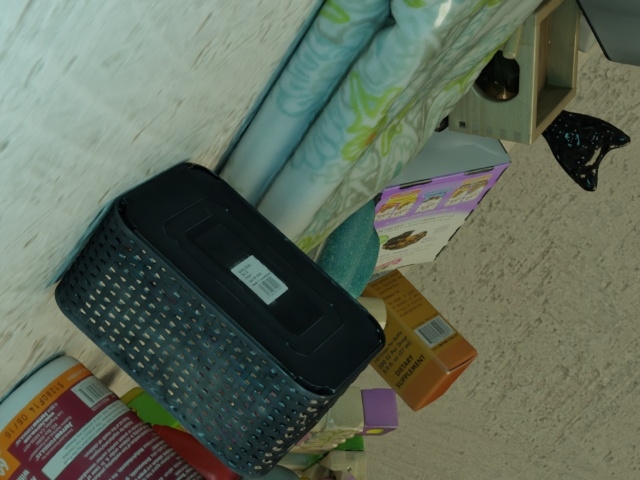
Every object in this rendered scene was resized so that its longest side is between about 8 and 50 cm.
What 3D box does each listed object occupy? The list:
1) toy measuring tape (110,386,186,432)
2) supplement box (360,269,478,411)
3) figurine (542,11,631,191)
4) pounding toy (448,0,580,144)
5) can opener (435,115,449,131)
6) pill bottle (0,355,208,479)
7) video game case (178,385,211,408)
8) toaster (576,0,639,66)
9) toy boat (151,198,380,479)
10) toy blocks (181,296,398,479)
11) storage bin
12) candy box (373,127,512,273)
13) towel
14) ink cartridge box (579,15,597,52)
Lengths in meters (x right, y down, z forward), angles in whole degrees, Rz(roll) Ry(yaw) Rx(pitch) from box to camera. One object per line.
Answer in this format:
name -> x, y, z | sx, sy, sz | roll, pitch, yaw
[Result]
toy measuring tape -> -0.188, 0.211, 1.537 | 0.121, 0.121, 0.330 | -45, 173, -22
supplement box -> 0.063, 0.077, 1.839 | 0.080, 0.233, 0.078 | -22, 154, -52
figurine -> 0.264, -0.190, 1.670 | 0.215, 0.209, 0.092 | -50, 174, 15
pounding toy -> 0.161, -0.198, 1.465 | 0.181, 0.094, 0.206 | -44, 140, -51
can opener -> 0.090, -0.130, 1.581 | 0.059, 0.073, 0.186 | -58, -179, 16
pill bottle -> -0.148, 0.199, 1.210 | 0.121, 0.221, 0.121 | -47, 174, -7
video game case -> -0.061, 0.108, 2.080 | 0.210, 0.042, 0.232 | -52, 173, 32
toaster -> 0.301, -0.263, 1.442 | 0.168, 0.110, 0.185 | -60, 144, -14
toy boat -> -0.036, 0.101, 1.422 | 0.267, 0.148, 0.318 | 119, -5, -62
toy blocks -> -0.085, 0.223, 1.715 | 0.260, 0.309, 0.288 | 5, 154, -25
storage bin -> -0.062, 0.048, 1.046 | 0.084, 0.180, 0.122 | -52, 173, 29
candy box -> 0.081, -0.040, 1.722 | 0.165, 0.070, 0.196 | -12, 154, -32
towel -> 0.079, -0.150, 1.214 | 0.320, 0.090, 0.374 | -43, 172, -44
ink cartridge box -> 0.414, -0.365, 2.106 | 0.308, 0.091, 0.385 | -48, 170, 0
